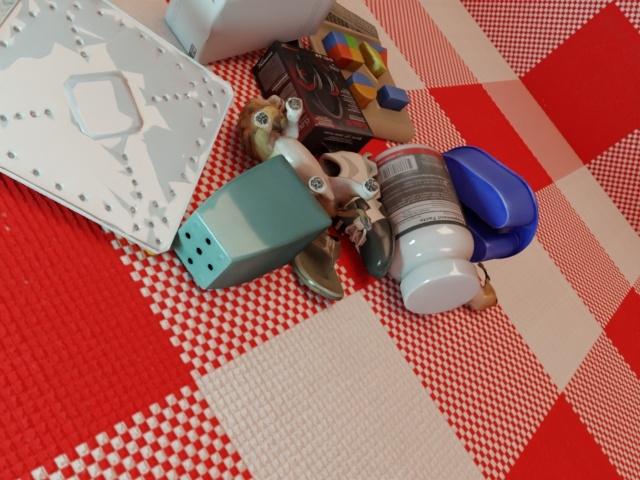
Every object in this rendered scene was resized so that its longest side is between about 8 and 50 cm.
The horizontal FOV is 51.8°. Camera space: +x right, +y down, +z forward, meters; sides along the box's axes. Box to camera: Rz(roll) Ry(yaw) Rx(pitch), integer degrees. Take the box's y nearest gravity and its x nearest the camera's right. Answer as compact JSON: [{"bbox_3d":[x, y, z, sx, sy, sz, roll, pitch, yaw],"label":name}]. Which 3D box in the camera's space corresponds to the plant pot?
[{"bbox_3d":[-0.137,-0.021,1.181,0.166,0.165,0.234,54,40,6],"label":"plant pot"}]

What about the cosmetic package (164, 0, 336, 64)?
[{"bbox_3d":[-0.144,-0.566,1.532,0.384,0.217,0.156,-25,78,-37],"label":"cosmetic package"}]

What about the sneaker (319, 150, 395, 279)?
[{"bbox_3d":[0.066,-0.060,1.479,0.146,0.122,0.331,4,54,-27],"label":"sneaker"}]

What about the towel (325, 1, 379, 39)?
[{"bbox_3d":[0.076,-0.617,2.038,0.324,0.056,0.312,20,48,-38],"label":"towel"}]

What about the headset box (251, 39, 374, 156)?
[{"bbox_3d":[-0.012,-0.327,1.622,0.218,0.110,0.293,1,57,-46],"label":"headset box"}]

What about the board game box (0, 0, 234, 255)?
[{"bbox_3d":[-0.372,-0.219,1.118,0.389,0.050,0.390,31,55,-24],"label":"board game box"}]

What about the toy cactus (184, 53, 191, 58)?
[{"bbox_3d":[-0.318,-0.283,1.286,0.180,0.112,0.219,-15,78,-41],"label":"toy cactus"}]

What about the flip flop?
[{"bbox_3d":[0.000,0.000,1.368,0.112,0.080,0.277,23,43,-33],"label":"flip flop"}]

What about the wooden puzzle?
[{"bbox_3d":[0.132,-0.461,1.875,0.322,0.080,0.348,1,66,-45],"label":"wooden puzzle"}]

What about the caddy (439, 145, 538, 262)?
[{"bbox_3d":[0.396,-0.095,1.709,0.179,0.241,0.341,-14,48,-43],"label":"caddy"}]

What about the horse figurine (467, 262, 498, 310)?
[{"bbox_3d":[0.371,0.117,1.669,0.263,0.066,0.175,18,39,-32],"label":"horse figurine"}]

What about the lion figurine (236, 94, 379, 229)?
[{"bbox_3d":[-0.038,-0.151,1.354,0.142,0.240,0.392,-33,82,-16],"label":"lion figurine"}]

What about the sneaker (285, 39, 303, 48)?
[{"bbox_3d":[-0.094,-0.593,1.792,0.121,0.099,0.263,0,59,-51],"label":"sneaker"}]

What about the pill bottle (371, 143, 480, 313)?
[{"bbox_3d":[0.233,-0.028,1.530,0.210,0.210,0.363,17,48,-37],"label":"pill bottle"}]
